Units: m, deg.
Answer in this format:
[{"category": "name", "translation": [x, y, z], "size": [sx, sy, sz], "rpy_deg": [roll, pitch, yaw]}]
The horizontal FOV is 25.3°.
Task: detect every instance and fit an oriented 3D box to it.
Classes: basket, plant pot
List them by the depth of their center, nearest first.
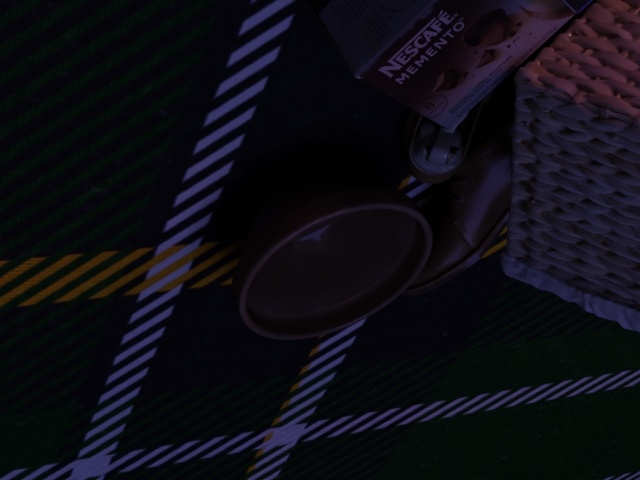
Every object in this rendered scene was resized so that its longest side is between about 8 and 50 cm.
[{"category": "basket", "translation": [0.403, -0.088, 1.464], "size": [0.328, 0.331, 0.266], "rpy_deg": [-42, 143, -34]}, {"category": "plant pot", "translation": [0.000, 0.000, 1.626], "size": [0.237, 0.109, 0.237], "rpy_deg": [-18, 147, -12]}]

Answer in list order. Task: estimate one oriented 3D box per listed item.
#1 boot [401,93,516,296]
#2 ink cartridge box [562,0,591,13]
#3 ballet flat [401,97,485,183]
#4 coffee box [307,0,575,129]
[{"category": "boot", "translation": [0.175, -0.058, 1.700], "size": [0.115, 0.112, 0.305], "rpy_deg": [34, 113, -31]}, {"category": "ink cartridge box", "translation": [0.269, -0.297, 1.246], "size": [0.206, 0.045, 0.208], "rpy_deg": [-42, 145, 16]}, {"category": "ballet flat", "translation": [0.134, -0.130, 1.564], "size": [0.080, 0.073, 0.232], "rpy_deg": [13, 136, 0]}, {"category": "coffee box", "translation": [0.158, -0.263, 1.360], "size": [0.297, 0.119, 0.168], "rpy_deg": [-42, 145, 20]}]
